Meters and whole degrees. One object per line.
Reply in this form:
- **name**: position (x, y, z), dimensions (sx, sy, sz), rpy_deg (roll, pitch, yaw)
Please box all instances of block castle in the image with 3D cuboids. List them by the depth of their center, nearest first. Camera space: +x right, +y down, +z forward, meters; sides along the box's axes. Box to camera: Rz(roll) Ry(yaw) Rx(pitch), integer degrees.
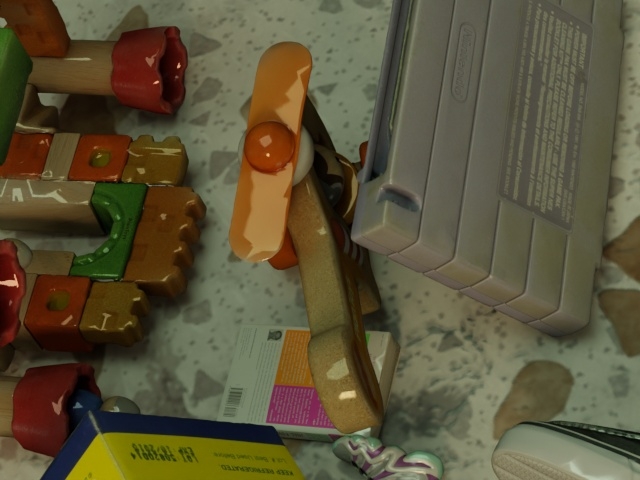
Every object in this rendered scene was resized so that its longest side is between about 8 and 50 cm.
- **block castle**: position (-0.236, -0.060, 1.668), dimensions (0.212, 0.303, 0.453), rpy_deg (3, 59, 14)

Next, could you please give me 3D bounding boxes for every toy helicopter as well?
- **toy helicopter**: position (0.000, 0.000, 1.561), dimensions (0.140, 0.235, 0.355), rpy_deg (-19, 44, 9)

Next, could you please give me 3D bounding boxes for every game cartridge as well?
- **game cartridge**: position (0.150, -0.115, 1.617), dimensions (0.068, 0.230, 0.355), rpy_deg (-23, 48, 47)

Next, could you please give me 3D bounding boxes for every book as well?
- **book**: position (-0.012, 0.123, 1.646), dimensions (0.144, 0.035, 0.096), rpy_deg (4, 64, 24)

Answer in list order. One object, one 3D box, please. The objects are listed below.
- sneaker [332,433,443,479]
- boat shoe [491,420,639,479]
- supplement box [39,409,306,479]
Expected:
- **sneaker**: position (0.047, 0.200, 1.573), dimensions (0.098, 0.038, 0.069), rpy_deg (9, 64, 26)
- **boat shoe**: position (0.299, 0.193, 1.449), dimensions (0.335, 0.121, 0.119), rpy_deg (19, 61, 17)
- **supplement box**: position (-0.076, 0.321, 1.411), dimensions (0.195, 0.194, 0.356), rpy_deg (-54, 49, 24)
